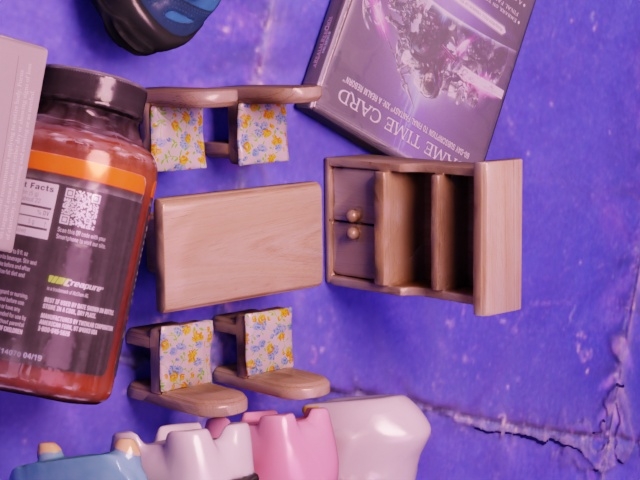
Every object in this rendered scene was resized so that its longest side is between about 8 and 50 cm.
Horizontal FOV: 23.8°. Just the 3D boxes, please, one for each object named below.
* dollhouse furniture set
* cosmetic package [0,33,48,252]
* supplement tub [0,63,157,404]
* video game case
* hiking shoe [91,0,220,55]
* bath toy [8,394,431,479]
[{"bbox_3d":[0.000,0.000,1.040,0.242,0.161,0.212,-8,101,-42],"label":"dollhouse furniture set"},{"bbox_3d":[-0.277,-0.072,0.818,0.238,0.107,0.127,14,86,-40],"label":"cosmetic package"},{"bbox_3d":[-0.159,-0.004,0.930,0.106,0.106,0.198,16,84,-43],"label":"supplement tub"},{"bbox_3d":[0.094,-0.191,1.198,0.196,0.026,0.274,27,78,-41],"label":"video game case"},{"bbox_3d":[-0.043,-0.251,0.988,0.113,0.132,0.304,43,67,-37],"label":"hiking shoe"},{"bbox_3d":[-0.056,0.181,1.029,0.348,0.151,0.129,-2,85,-50],"label":"bath toy"}]
